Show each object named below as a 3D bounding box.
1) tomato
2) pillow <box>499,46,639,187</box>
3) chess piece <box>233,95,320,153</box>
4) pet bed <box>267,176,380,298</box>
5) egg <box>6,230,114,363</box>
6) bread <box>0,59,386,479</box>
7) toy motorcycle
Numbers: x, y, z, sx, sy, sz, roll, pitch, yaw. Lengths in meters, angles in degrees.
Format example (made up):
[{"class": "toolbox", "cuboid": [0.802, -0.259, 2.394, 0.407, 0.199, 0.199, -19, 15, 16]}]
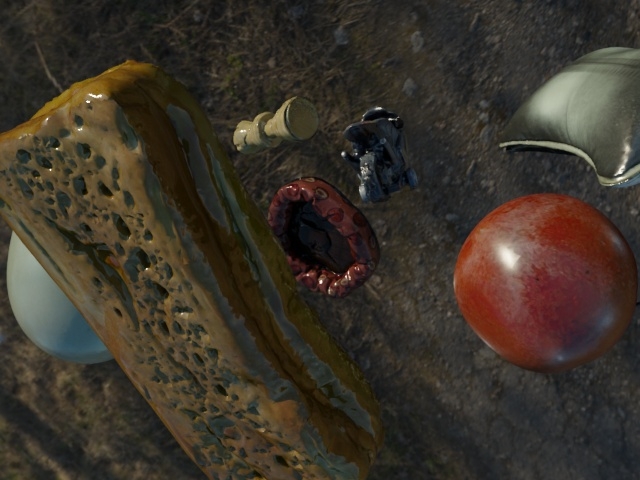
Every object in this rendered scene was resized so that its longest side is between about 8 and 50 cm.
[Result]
[{"class": "tomato", "cuboid": [0.207, 0.036, 0.630, 0.168, 0.167, 0.167, 12, 121, 21]}, {"class": "pillow", "cuboid": [0.152, -0.068, 0.341, 0.091, 0.135, 0.055, -12, 105, -2]}, {"class": "chess piece", "cuboid": [-0.072, -0.154, 0.941, 0.172, 0.060, 0.060, -4, 116, 54]}, {"class": "pet bed", "cuboid": [0.000, 0.000, 1.018, 0.201, 0.053, 0.201, 22, 135, 24]}, {"class": "egg", "cuboid": [-0.221, 0.014, 0.656, 0.151, 0.151, 0.209, -4, 78, 29]}, {"class": "bread", "cuboid": [-0.071, 0.040, 0.381, 0.139, 0.077, 0.270, -17, 116, 33]}, {"class": "toy motorcycle", "cuboid": [0.115, -0.170, 1.293, 0.108, 0.307, 0.173, -16, 99, 19]}]
